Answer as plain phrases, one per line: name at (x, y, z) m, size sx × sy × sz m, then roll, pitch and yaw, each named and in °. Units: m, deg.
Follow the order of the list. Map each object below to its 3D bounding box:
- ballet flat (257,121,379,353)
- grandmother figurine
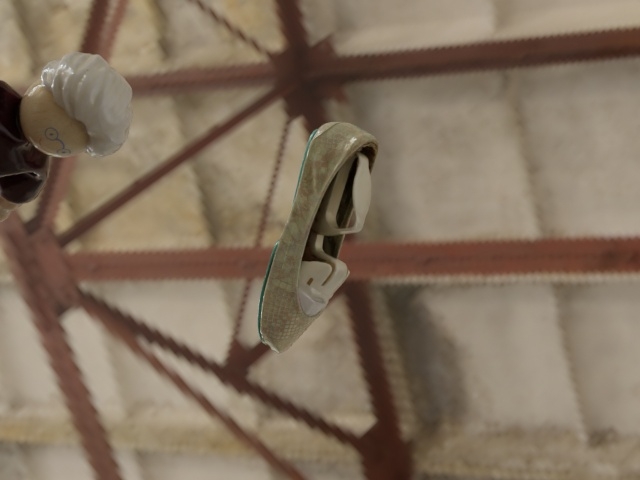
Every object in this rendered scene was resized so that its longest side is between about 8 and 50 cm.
ballet flat at (0.000, 0.000, 1.359) m, size 0.052 × 0.057 × 0.168 m, roll 14°, pitch -89°, yaw 34°
grandmother figurine at (-0.308, -0.078, 1.646) m, size 0.342 × 0.104 × 0.208 m, roll -13°, pitch -30°, yaw 21°
